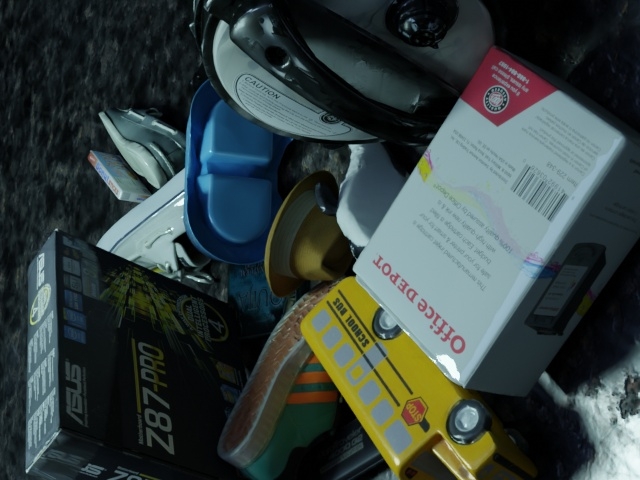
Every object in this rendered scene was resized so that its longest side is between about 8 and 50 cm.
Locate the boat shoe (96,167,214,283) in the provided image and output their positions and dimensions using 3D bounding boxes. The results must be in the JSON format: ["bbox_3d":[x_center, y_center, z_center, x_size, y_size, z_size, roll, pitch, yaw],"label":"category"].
[{"bbox_3d":[-0.230,0.009,1.873,0.367,0.136,0.156,-35,73,32],"label":"boat shoe"}]

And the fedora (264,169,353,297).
[{"bbox_3d":[0.000,0.000,1.532,0.079,0.194,0.194,20,100,23],"label":"fedora"}]

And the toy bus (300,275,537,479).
[{"bbox_3d":[0.109,0.179,1.341,0.130,0.108,0.333,-44,45,7],"label":"toy bus"}]

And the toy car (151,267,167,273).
[{"bbox_3d":[-0.363,0.061,2.094,0.239,0.053,0.225,-48,48,37],"label":"toy car"}]

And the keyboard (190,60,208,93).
[{"bbox_3d":[-0.155,-0.215,1.887,0.100,0.038,0.192,-49,56,28],"label":"keyboard"}]

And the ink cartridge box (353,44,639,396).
[{"bbox_3d":[0.204,-0.020,1.232,0.226,0.131,0.306,48,115,43],"label":"ink cartridge box"}]

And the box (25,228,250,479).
[{"bbox_3d":[-0.245,0.189,1.570,0.097,0.318,0.395,-50,32,25],"label":"box"}]

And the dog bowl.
[{"bbox_3d":[-0.129,-0.103,1.721,0.074,0.165,0.297,153,120,-65],"label":"dog bowl"}]

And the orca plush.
[{"bbox_3d":[0.056,-0.041,1.476,0.287,0.151,0.102,-119,26,-47],"label":"orca plush"}]

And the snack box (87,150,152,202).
[{"bbox_3d":[-0.377,-0.120,2.140,0.178,0.064,0.022,45,119,48],"label":"snack box"}]

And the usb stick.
[{"bbox_3d":[0.038,0.282,1.507,0.278,0.045,0.077,-42,42,42],"label":"usb stick"}]

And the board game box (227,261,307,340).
[{"bbox_3d":[-0.082,0.083,1.728,0.186,0.026,0.126,-15,71,52],"label":"board game box"}]

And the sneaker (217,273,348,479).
[{"bbox_3d":[-0.018,0.190,1.530,0.108,0.121,0.302,-7,48,58],"label":"sneaker"}]

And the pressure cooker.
[{"bbox_3d":[0.030,-0.312,1.317,0.375,0.369,0.420,88,179,-59],"label":"pressure cooker"}]

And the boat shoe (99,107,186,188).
[{"bbox_3d":[-0.313,-0.184,2.069,0.099,0.116,0.319,-36,31,-10],"label":"boat shoe"}]
